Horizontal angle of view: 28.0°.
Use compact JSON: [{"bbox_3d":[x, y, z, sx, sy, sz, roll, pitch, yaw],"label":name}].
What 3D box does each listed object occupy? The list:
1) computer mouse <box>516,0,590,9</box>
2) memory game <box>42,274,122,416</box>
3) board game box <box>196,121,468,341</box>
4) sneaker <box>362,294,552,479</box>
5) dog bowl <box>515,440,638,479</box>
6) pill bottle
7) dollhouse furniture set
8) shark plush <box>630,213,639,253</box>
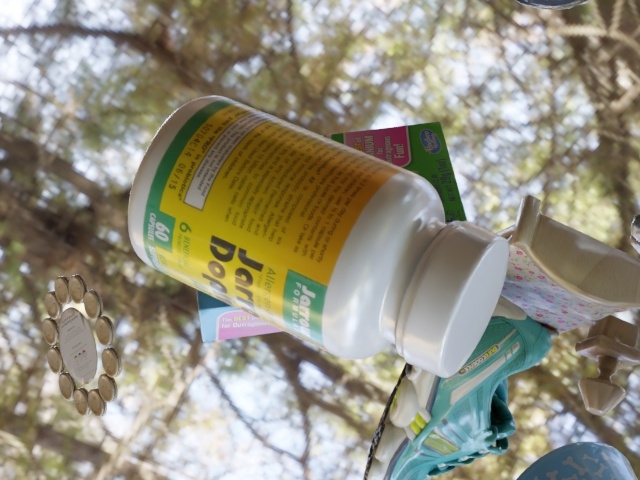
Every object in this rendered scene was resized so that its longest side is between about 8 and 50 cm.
[{"bbox_3d":[0.191,-0.169,0.685,0.242,0.071,0.041,-16,-116,49],"label":"computer mouse"},{"bbox_3d":[-0.299,0.132,1.600,0.186,0.012,0.186,18,-67,48],"label":"memory game"},{"bbox_3d":[0.007,-0.015,1.490,0.316,0.064,0.242,-7,-128,-5],"label":"board game box"},{"bbox_3d":[0.107,0.159,1.088,0.107,0.110,0.275,-62,174,-53],"label":"sneaker"},{"bbox_3d":[0.227,0.345,1.322,0.297,0.166,0.074,-51,-148,5],"label":"dog bowl"},{"bbox_3d":[0.000,0.000,0.762,0.208,0.117,0.118,24,-97,21],"label":"pill bottle"},{"bbox_3d":[0.204,0.089,0.994,0.303,0.355,0.174,-36,-146,66],"label":"dollhouse furniture set"},{"bbox_3d":[0.364,0.016,1.174,0.161,0.067,0.073,14,-142,19],"label":"shark plush"}]
